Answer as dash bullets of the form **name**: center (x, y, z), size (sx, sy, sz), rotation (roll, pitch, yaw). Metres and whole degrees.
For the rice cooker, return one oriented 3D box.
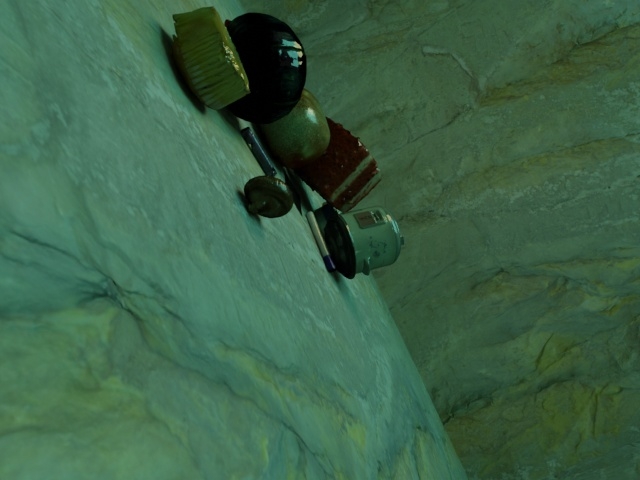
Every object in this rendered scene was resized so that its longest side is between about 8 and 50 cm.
- **rice cooker**: center (0.151, 0.001, 1.885), size (0.264, 0.316, 0.317), rotation (96, -21, -52)

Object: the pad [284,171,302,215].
- **pad**: center (-0.104, -0.180, 1.828), size (0.127, 0.004, 0.190), rotation (59, 10, -27)

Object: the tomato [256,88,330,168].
- **tomato**: center (-0.099, -0.427, 1.786), size (0.303, 0.239, 0.304), rotation (-23, 90, -84)

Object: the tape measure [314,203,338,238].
- **tape measure**: center (0.047, -0.089, 2.193), size (0.215, 0.097, 0.351), rotation (60, 7, -31)

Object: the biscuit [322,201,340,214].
- **biscuit**: center (0.061, -0.121, 2.427), size (0.070, 0.082, 0.169), rotation (20, 47, -62)

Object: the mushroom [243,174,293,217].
- **mushroom**: center (-0.123, -0.101, 1.122), size (0.126, 0.109, 0.085), rotation (80, -13, -54)

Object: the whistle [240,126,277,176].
- **whistle**: center (-0.187, -0.267, 1.468), size (0.176, 0.033, 0.033), rotation (59, 9, -27)

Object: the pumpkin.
- **pumpkin**: center (-0.160, -0.484, 1.374), size (0.315, 0.238, 0.315), rotation (32, -50, 50)

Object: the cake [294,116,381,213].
- **cake**: center (0.066, -0.300, 2.018), size (0.269, 0.270, 0.319), rotation (45, 3, 33)

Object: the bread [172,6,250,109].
- **bread**: center (-0.262, -0.426, 1.132), size (0.250, 0.133, 0.179), rotation (69, 9, 27)

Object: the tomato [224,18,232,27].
- **tomato**: center (-0.366, -0.898, 2.123), size (0.159, 0.091, 0.139), rotation (25, 20, -32)

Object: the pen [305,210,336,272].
- **pen**: center (-0.001, 0.000, 1.813), size (0.269, 0.033, 0.033), rotation (68, 9, 28)
